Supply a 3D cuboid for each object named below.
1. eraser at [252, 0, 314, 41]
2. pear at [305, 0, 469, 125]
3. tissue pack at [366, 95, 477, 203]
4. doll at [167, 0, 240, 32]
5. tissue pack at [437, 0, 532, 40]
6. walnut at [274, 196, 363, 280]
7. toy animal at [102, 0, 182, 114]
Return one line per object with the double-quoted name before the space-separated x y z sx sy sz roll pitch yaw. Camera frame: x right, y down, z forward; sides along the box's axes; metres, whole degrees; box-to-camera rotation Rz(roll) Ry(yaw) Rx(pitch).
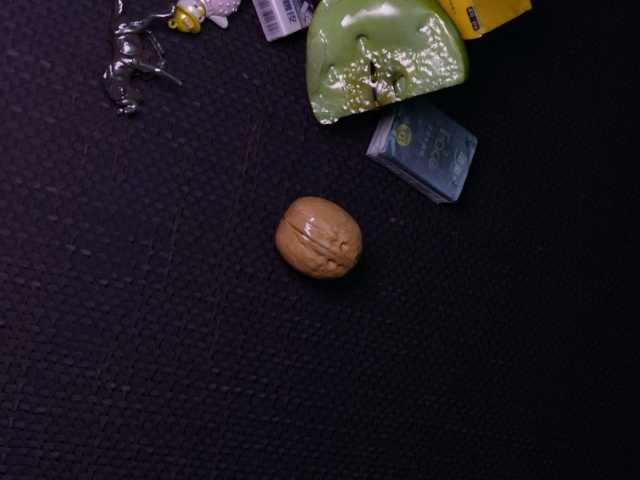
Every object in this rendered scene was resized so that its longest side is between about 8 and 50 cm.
"eraser" -0.094 -0.534 1.906 0.124 0.068 0.210 -35 110 -45
"pear" 0.126 -0.435 1.951 0.238 0.343 0.318 -51 126 -70
"tissue pack" 0.241 -0.223 2.160 0.257 0.081 0.185 30 73 -32
"doll" -0.223 -0.472 1.811 0.207 0.081 0.129 -40 129 -29
"tissue pack" 0.262 -0.642 2.047 0.228 0.293 0.381 -33 109 -27
"walnut" 0.000 0.000 1.934 0.197 0.165 0.165 38 68 -27
"toy animal" -0.345 -0.356 1.720 0.148 0.084 0.232 -10 99 -35
